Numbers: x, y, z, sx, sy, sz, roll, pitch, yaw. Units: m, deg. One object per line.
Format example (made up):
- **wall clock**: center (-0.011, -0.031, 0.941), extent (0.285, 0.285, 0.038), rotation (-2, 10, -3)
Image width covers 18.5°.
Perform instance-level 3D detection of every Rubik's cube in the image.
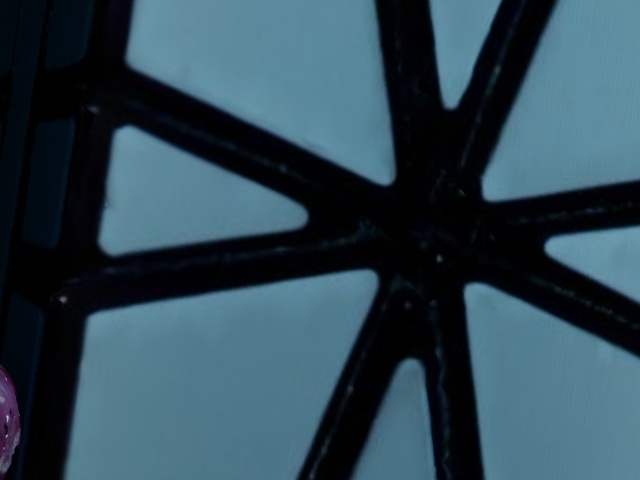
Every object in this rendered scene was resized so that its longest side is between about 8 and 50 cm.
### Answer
- **Rubik's cube**: center (0.000, 0.000, 0.844), extent (0.294, 0.288, 0.283), rotation (7, 0, -16)

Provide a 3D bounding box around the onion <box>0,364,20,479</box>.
- **onion**: center (-0.160, 0.066, 0.672), extent (0.115, 0.104, 0.115), rotation (-7, 4, 1)
